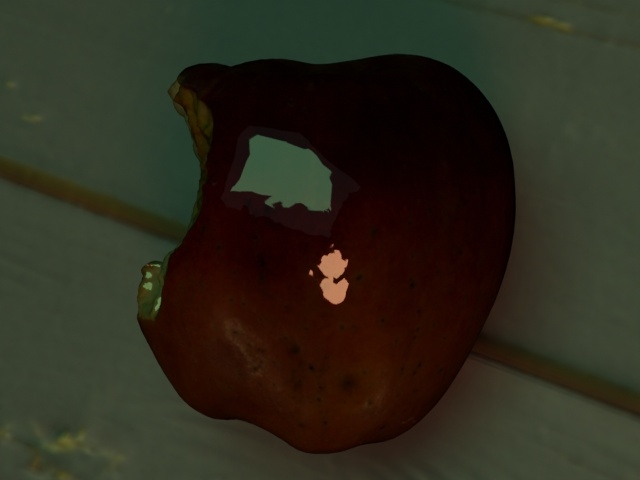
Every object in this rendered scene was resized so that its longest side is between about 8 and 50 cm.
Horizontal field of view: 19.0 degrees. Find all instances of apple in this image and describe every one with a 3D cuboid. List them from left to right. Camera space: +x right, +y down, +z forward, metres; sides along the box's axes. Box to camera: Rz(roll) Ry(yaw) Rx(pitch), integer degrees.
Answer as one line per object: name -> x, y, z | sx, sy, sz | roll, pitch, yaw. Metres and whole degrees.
apple -> 0.006, 0.004, 0.788 | 0.147, 0.156, 0.158 | 2, 99, 19
